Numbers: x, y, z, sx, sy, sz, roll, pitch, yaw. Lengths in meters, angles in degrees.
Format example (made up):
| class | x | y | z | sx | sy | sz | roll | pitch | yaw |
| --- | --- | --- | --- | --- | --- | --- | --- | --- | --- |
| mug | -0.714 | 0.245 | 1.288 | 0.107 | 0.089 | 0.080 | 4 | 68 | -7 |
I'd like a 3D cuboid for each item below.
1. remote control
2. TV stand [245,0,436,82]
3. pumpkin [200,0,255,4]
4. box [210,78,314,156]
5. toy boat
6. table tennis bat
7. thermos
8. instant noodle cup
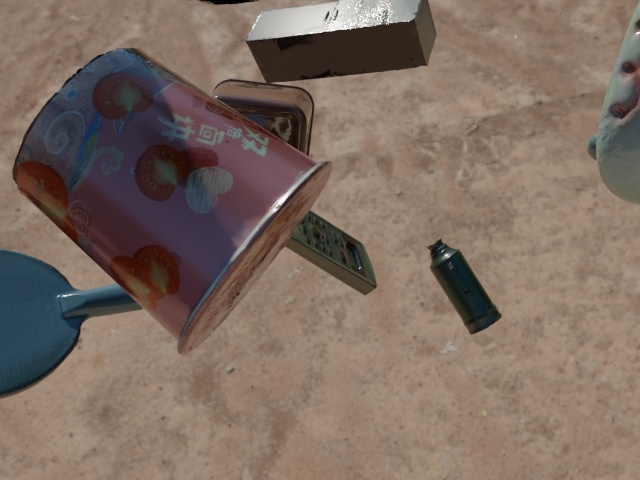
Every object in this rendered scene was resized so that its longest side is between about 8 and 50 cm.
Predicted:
| class | x | y | z | sx | sy | sz | roll | pitch | yaw |
| --- | --- | --- | --- | --- | --- | --- | --- | --- | --- |
| remote control | 0.000 | 0.000 | 1.268 | 0.038 | 0.285 | 0.123 | -36 | 45 | 21 |
| TV stand | 0.030 | -0.305 | 1.055 | 0.270 | 0.088 | 0.082 | 0 | 50 | 26 |
| pumpkin | -0.075 | -0.231 | 0.377 | 0.248 | 0.247 | 0.248 | -6 | 36 | 4 |
| box | -0.147 | -0.168 | 1.555 | 0.240 | 0.339 | 0.229 | 7 | 19 | -2 |
| toy boat | 0.258 | -0.128 | 0.520 | 0.079 | 0.207 | 0.134 | 21 | 8 | 41 |
| table tennis bat | -0.398 | 0.098 | 0.923 | 0.329 | 0.044 | 0.215 | -8 | 61 | -31 |
| thermos | 0.266 | 0.085 | 1.348 | 0.073 | 0.187 | 0.083 | -34 | -3 | 40 |
| instant noodle cup | -0.147 | -0.051 | 0.705 | 0.231 | 0.243 | 0.243 | 38 | 49 | 3 |
